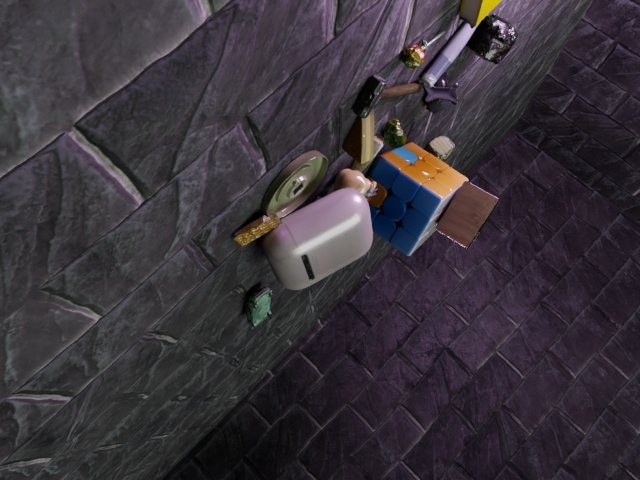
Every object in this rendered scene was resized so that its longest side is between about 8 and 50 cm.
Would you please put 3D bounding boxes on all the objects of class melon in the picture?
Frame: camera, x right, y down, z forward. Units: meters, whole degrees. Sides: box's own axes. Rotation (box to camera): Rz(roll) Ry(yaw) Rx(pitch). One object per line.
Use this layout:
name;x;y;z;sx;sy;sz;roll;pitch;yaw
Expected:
melon;0.145;-0.272;1.589;0.182;0.054;0.098;-53;179;24

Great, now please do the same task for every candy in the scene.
candy;0.291;-0.532;1.298;0.201;0.060;0.060;-46;167;-29

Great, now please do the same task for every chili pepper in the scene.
chili pepper;0.261;-0.352;1.617;0.073;0.072;0.204;-51;164;8

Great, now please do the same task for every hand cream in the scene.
hand cream;0.407;-0.590;1.459;0.255;0.048;0.079;-52;170;7

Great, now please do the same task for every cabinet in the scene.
cabinet;0.554;-0.094;1.801;0.215;0.148;0.174;-60;162;10

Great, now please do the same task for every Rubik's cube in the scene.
Rubik's cube;0.346;-0.170;1.851;0.291;0.291;0.291;-32;153;-48

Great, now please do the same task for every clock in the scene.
clock;-0.069;-0.150;1.324;0.235;0.029;0.235;-42;164;-15

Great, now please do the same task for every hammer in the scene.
hammer;0.217;-0.428;1.369;0.365;0.043;0.111;-30;157;-51

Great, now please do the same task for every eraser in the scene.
eraser;0.479;-0.715;1.282;0.226;0.069;0.158;-46;164;-5

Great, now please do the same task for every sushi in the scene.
sushi;0.569;-0.662;1.555;0.225;0.124;0.127;-23;153;-55

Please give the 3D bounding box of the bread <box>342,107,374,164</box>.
bread;0.136;-0.305;1.377;0.074;0.084;0.139;-28;156;-46

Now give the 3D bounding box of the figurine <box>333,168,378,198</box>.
figurine;0.129;-0.179;1.577;0.195;0.114;0.108;-3;127;-53

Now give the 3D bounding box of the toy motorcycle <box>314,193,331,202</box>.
toy motorcycle;-0.011;-0.058;1.607;0.150;0.102;0.221;-61;-179;-42

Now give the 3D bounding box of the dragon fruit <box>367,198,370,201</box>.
dragon fruit;0.095;-0.150;1.703;0.190;0.094;0.094;-18;156;-17

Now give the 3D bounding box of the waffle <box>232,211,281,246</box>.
waffle;-0.173;-0.032;1.306;0.135;0.021;0.092;-32;163;-1

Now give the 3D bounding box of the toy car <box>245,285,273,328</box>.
toy car;-0.240;0.249;1.800;0.090;0.076;0.224;-35;153;-33

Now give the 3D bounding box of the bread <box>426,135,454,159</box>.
bread;0.538;-0.412;2.195;0.156;0.103;0.110;-26;167;-40

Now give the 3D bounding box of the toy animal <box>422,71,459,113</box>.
toy animal;0.393;-0.505;1.621;0.210;0.120;0.117;-61;148;-85

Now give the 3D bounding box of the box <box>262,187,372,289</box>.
box;0.001;0.001;1.470;0.348;0.141;0.289;-28;146;-9
